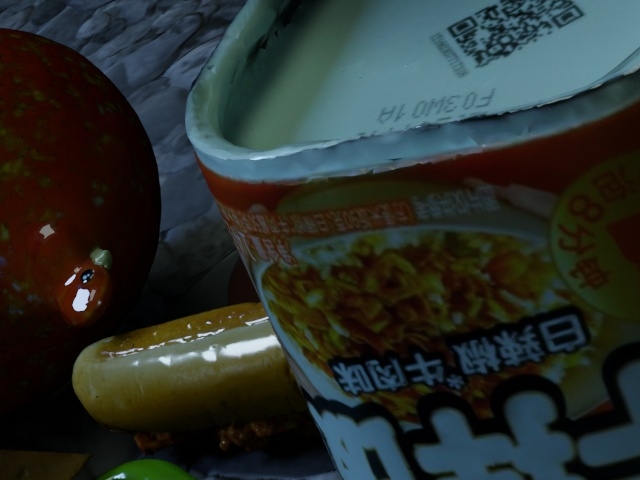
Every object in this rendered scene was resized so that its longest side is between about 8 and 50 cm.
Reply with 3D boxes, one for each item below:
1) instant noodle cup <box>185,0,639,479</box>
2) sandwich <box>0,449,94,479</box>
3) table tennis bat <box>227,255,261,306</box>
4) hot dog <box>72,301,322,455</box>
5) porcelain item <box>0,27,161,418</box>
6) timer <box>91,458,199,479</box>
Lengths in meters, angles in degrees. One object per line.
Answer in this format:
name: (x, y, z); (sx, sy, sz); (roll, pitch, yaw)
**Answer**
instant noodle cup: (0.114, 0.020, 0.643); (0.294, 0.308, 0.294); (-20, 31, 13)
sandwich: (-0.243, 0.117, 0.879); (0.144, 0.187, 0.117); (-56, 11, -30)
table tennis bat: (0.000, 0.000, 1.041); (0.130, 0.019, 0.220); (-26, 32, 5)
hot dog: (-0.019, 0.069, 0.895); (0.249, 0.102, 0.076); (-14, 75, 27)
porcelain item: (-0.190, 0.006, 0.971); (0.253, 0.253, 0.253); (-20, 32, 13)
timer: (-0.095, 0.171, 0.839); (0.128, 0.047, 0.140); (-42, 34, -19)
